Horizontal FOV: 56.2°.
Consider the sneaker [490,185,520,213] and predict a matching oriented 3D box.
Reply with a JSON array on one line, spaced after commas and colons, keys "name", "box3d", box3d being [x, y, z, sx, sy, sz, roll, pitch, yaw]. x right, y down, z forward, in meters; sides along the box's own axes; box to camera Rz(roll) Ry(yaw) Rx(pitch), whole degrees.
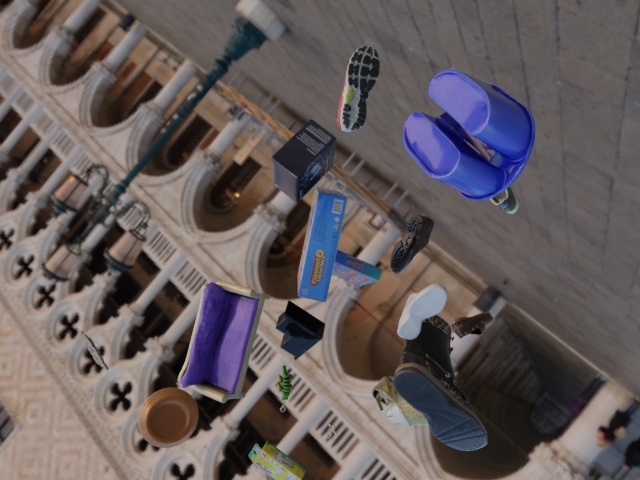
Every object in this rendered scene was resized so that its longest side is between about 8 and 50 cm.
[{"name": "sneaker", "box3d": [0.503, -0.166, 1.724, 0.086, 0.064, 0.192, 13, -132, -45]}]

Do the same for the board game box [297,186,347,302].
[{"name": "board game box", "box3d": [0.000, 0.000, 1.822, 0.086, 0.308, 0.302, 11, -173, -4]}]

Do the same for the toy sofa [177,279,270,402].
[{"name": "toy sofa", "box3d": [-0.303, 0.316, 1.902, 0.150, 0.362, 0.177, 12, 176, 31]}]

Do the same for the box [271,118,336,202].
[{"name": "box", "box3d": [-0.044, -0.208, 1.589, 0.093, 0.158, 0.156, 39, 163, 12]}]

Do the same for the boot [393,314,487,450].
[{"name": "boot", "box3d": [0.344, 0.387, 1.694, 0.377, 0.138, 0.284, 44, -148, -21]}]

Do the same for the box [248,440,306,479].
[{"name": "box", "box3d": [-0.141, 0.713, 1.909, 0.179, 0.105, 0.043, 34, -138, 6]}]

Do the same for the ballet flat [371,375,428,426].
[{"name": "ballet flat", "box3d": [0.265, 0.572, 2.066, 0.123, 0.123, 0.348, 39, 176, -15]}]

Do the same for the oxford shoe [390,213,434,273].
[{"name": "oxford shoe", "box3d": [0.309, 0.021, 1.976, 0.096, 0.227, 0.082, 6, -145, -37]}]

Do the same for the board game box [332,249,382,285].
[{"name": "board game box", "box3d": [0.087, 0.093, 2.090, 0.210, 0.047, 0.160, 23, 161, -15]}]

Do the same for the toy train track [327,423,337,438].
[{"name": "toy train track", "box3d": [0.035, 0.681, 2.125, 0.048, 0.014, 0.083, 49, 141, 29]}]

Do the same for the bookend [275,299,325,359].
[{"name": "bookend", "box3d": [-0.094, 0.306, 2.024, 0.156, 0.157, 0.072, 34, -145, -15]}]

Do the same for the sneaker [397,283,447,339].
[{"name": "sneaker", "box3d": [0.255, 0.161, 1.543, 0.080, 0.212, 0.094, 21, -136, -9]}]

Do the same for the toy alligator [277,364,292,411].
[{"name": "toy alligator", "box3d": [-0.137, 0.590, 2.361, 0.056, 0.189, 0.051, 0, -178, -23]}]

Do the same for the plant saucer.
[{"name": "plant saucer", "box3d": [-0.504, 0.594, 1.998, 0.200, 0.200, 0.037, 39, 165, -19]}]

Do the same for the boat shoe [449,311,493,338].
[{"name": "boat shoe", "box3d": [0.550, 0.308, 2.143, 0.207, 0.073, 0.073, -8, -127, -35]}]

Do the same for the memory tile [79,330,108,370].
[{"name": "memory tile", "box3d": [-0.783, 0.381, 2.066, 0.113, 0.012, 0.148, 14, 130, 48]}]

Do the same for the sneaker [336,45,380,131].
[{"name": "sneaker", "box3d": [0.104, -0.488, 1.926, 0.107, 0.278, 0.118, 15, -176, -20]}]

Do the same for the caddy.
[{"name": "caddy", "box3d": [0.348, -0.244, 1.392, 0.179, 0.241, 0.341, 19, -153, -29]}]
